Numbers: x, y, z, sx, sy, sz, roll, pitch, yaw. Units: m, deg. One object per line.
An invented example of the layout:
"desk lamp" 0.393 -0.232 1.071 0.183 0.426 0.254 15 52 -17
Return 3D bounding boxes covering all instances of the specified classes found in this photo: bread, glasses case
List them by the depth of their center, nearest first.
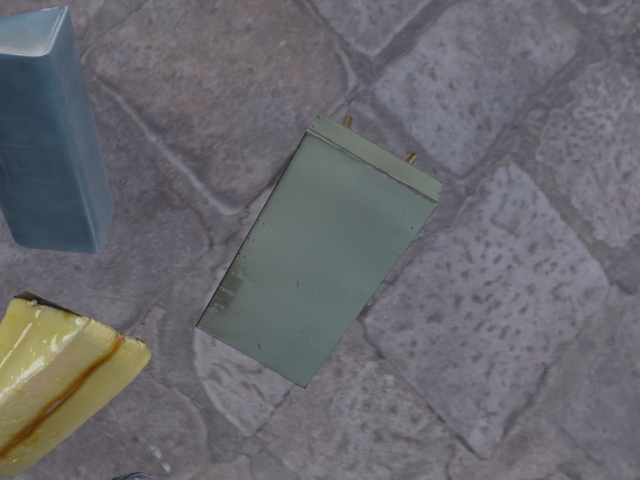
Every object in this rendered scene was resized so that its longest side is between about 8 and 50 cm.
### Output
"glasses case" -0.248 -0.078 0.728 0.105 0.266 0.056 -15 57 -14
"bread" -0.385 0.228 1.162 0.168 0.163 0.264 40 67 -51

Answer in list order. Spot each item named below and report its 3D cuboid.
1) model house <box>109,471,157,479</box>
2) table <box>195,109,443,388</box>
"model house" -0.324 0.493 1.123 0.190 0.301 0.271 41 45 -11
"table" 0.000 0.000 0.744 0.122 0.240 0.111 31 34 -4
